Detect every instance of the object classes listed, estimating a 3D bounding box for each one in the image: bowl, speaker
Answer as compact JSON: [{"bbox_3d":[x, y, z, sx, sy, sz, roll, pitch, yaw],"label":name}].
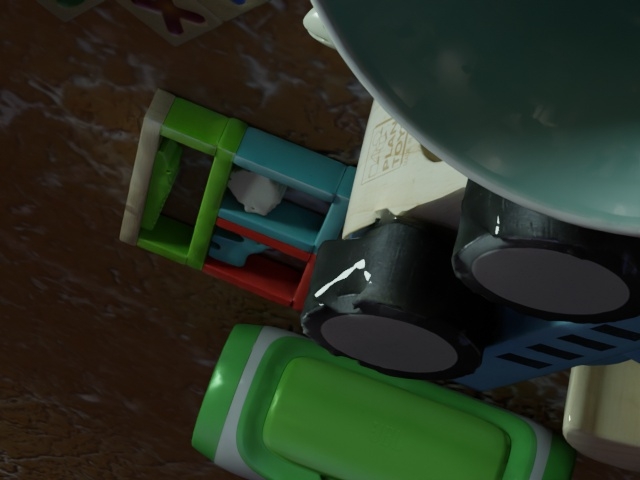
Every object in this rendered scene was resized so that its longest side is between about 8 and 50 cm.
[{"bbox_3d":[0.153,-0.172,0.864,0.311,0.163,0.312,15,126,22],"label":"bowl"},{"bbox_3d":[0.051,0.168,1.603,0.296,0.131,0.131,20,151,3],"label":"speaker"}]

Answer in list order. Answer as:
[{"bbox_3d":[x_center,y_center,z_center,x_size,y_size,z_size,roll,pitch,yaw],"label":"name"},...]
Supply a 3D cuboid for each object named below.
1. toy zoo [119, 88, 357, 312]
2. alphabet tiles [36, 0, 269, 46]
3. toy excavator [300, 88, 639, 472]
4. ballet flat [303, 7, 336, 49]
[{"bbox_3d":[0.000,0.000,1.451,0.293,0.030,0.192,22,151,-1],"label":"toy zoo"},{"bbox_3d":[-0.166,-0.240,1.175,0.342,0.011,0.285,37,148,-26],"label":"alphabet tiles"},{"bbox_3d":[0.196,0.028,1.217,0.445,0.222,0.433,26,153,-25],"label":"toy excavator"},{"bbox_3d":[0.013,-0.142,1.059,0.070,0.188,0.070,-17,156,-8],"label":"ballet flat"}]
